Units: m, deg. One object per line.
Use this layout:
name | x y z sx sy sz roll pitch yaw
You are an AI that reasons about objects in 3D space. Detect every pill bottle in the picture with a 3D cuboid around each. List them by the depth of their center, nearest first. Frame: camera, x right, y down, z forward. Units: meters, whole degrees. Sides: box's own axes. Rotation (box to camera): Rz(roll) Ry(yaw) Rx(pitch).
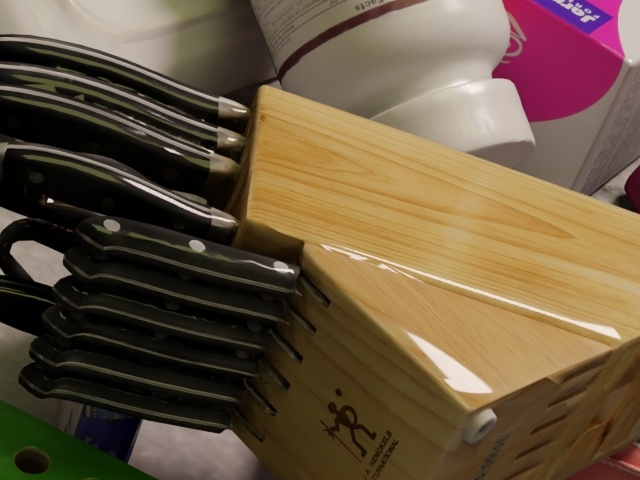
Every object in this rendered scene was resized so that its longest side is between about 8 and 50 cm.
pill bottle | 0.024 -0.131 0.977 0.121 0.121 0.221 -12 77 -39

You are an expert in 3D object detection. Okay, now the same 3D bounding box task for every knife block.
knife block | 0.000 0.000 0.743 0.276 0.088 0.242 -17 54 -46

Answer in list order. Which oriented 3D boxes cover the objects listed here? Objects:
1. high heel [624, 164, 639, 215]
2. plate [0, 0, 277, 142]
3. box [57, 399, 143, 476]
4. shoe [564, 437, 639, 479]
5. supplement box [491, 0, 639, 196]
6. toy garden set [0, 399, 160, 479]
high heel | 0.231 0.078 0.935 0.127 0.181 0.377 38 44 -29
plate | -0.115 -0.198 0.995 0.277 0.045 0.278 -28 90 -53
box | -0.086 0.047 0.777 0.028 0.081 0.136 14 35 -11
shoe | 0.070 0.104 0.804 0.178 0.063 0.081 15 37 -1
supplement box | 0.159 -0.117 1.104 0.111 0.114 0.220 35 38 17
toy garden set | -0.083 0.179 0.626 0.204 0.049 0.244 25 37 9
